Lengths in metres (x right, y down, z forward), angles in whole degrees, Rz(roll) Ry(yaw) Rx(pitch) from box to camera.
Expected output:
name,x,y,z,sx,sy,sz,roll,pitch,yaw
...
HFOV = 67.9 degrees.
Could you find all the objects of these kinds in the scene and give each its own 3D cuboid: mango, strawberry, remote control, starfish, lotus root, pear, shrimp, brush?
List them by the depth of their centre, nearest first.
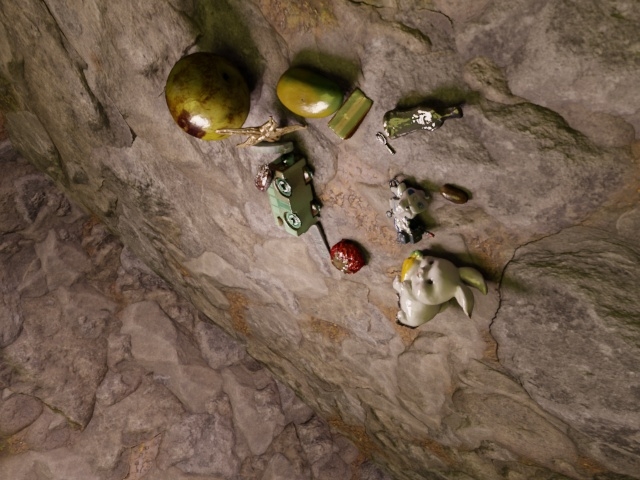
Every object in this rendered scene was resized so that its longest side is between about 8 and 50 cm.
name,x,y,z,sx,sy,sz,roll,pitch,yaw
lotus root,0.381,-0.130,1.358,0.083,0.030,0.037,27,141,19
mango,-0.031,-0.421,1.385,0.237,0.091,0.137,33,144,27
brush,0.191,-0.284,1.398,0.083,0.008,0.024,49,142,-9
pear,-0.365,-0.454,1.527,0.283,0.283,0.284,26,142,22
starfish,-0.201,-0.341,1.544,0.231,0.294,0.048,160,98,-68
shrimp,-0.188,-0.219,1.587,0.065,0.056,0.165,50,146,20
strawberry,0.097,0.070,1.802,0.145,0.086,0.145,26,140,24
remote control,0.000,0.000,1.876,0.049,0.027,0.184,12,140,38

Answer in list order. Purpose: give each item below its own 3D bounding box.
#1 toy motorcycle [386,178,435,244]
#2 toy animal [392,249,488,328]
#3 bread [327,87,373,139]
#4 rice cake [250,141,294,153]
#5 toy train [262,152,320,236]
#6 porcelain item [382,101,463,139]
name,x,y,z,sx,sy,sz,roll,pitch,yaw
toy motorcycle,0.272,-0.081,1.466,0.150,0.102,0.221,34,147,50
toy animal,0.368,0.163,1.565,0.247,0.183,0.310,37,140,0
bread,0.095,-0.372,1.395,0.074,0.084,0.139,41,115,3
rice cake,-0.174,-0.326,1.659,0.210,0.043,0.034,12,131,46
toy train,-0.107,-0.173,1.707,0.159,0.129,0.327,24,142,35
porcelain item,0.266,-0.320,1.231,0.215,0.069,0.081,-1,123,46
